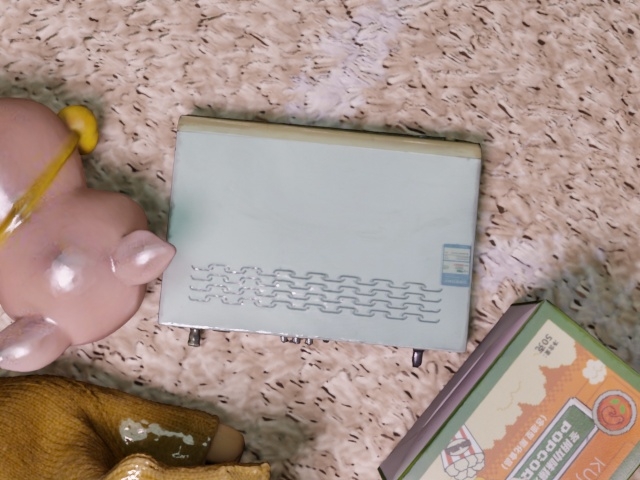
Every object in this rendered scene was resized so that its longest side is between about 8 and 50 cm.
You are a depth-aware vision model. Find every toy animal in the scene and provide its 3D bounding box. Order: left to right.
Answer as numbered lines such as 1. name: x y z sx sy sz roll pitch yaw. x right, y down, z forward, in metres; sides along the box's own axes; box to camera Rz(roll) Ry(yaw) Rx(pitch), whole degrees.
1. toy animal: -0.240 -0.025 1.107 0.165 0.149 0.248 -44 75 12

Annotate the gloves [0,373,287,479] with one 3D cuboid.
1. gloves: -0.181 0.207 1.072 0.356 0.203 0.155 8 108 6

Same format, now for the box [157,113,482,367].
1. box: 0.000 0.000 1.148 0.270 0.045 0.210 4 86 0

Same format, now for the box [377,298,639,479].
1. box: 0.164 0.167 1.069 0.148 0.177 0.195 40 86 2
